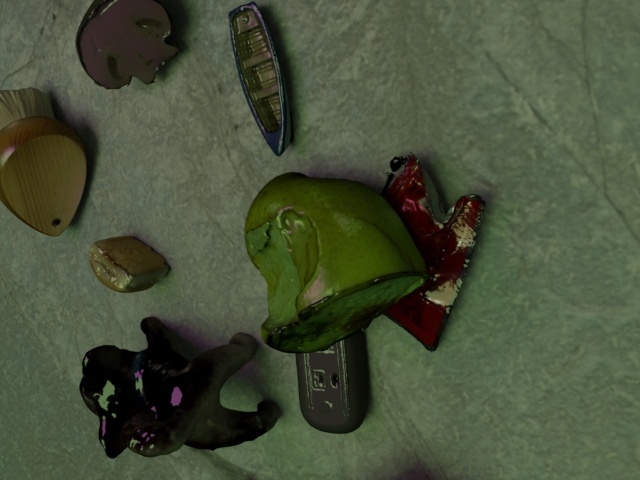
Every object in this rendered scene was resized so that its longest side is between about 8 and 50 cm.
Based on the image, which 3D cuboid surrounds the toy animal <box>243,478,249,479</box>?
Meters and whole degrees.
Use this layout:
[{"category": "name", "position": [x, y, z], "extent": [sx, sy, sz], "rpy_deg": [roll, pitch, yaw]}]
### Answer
[{"category": "toy animal", "position": [-0.143, 0.520, 1.294], "extent": [0.082, 0.091, 0.114], "rpy_deg": [-34, 87, 49]}]

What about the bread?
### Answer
[{"category": "bread", "position": [-0.361, 0.049, 1.272], "extent": [0.125, 0.106, 0.082], "rpy_deg": [36, 120, 21]}]

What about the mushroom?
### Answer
[{"category": "mushroom", "position": [-0.314, -0.345, 1.119], "extent": [0.188, 0.141, 0.117], "rpy_deg": [-36, 50, 33]}]

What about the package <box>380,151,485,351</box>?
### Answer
[{"category": "package", "position": [0.128, 0.016, 0.980], "extent": [0.194, 0.071, 0.269], "rpy_deg": [44, 128, 31]}]

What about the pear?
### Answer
[{"category": "pear", "position": [0.000, 0.000, 0.959], "extent": [0.238, 0.164, 0.255], "rpy_deg": [-41, 57, 42]}]

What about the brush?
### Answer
[{"category": "brush", "position": [-0.552, -0.139, 1.312], "extent": [0.166, 0.174, 0.266], "rpy_deg": [42, 141, 31]}]

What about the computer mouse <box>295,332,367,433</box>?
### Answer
[{"category": "computer mouse", "position": [0.014, 0.198, 1.109], "extent": [0.120, 0.057, 0.232], "rpy_deg": [-2, 101, 23]}]

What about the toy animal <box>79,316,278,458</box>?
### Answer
[{"category": "toy animal", "position": [-0.286, 0.258, 1.172], "extent": [0.344, 0.303, 0.194], "rpy_deg": [2, 103, 31]}]

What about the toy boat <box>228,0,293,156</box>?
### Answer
[{"category": "toy boat", "position": [-0.082, -0.241, 1.044], "extent": [0.080, 0.046, 0.228], "rpy_deg": [-12, 99, 33]}]
